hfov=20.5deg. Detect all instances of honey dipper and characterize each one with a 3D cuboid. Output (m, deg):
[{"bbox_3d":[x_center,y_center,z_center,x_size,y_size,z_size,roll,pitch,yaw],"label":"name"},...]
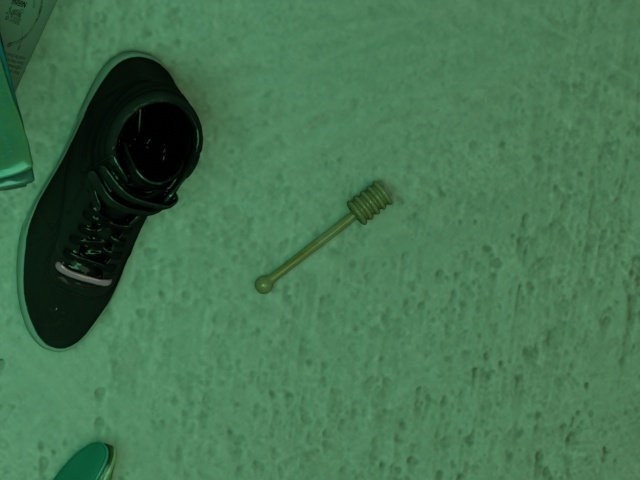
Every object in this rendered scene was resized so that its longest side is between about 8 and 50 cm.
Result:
[{"bbox_3d":[0.000,0.000,1.759,0.160,0.030,0.030,-37,110,-3],"label":"honey dipper"}]

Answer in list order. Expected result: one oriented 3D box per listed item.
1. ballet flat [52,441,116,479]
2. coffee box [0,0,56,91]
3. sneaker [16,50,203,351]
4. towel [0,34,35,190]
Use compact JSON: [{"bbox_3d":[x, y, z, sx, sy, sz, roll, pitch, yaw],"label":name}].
[{"bbox_3d":[-0.248,0.266,1.727,0.168,0.057,0.052,-50,139,1],"label":"ballet flat"},{"bbox_3d":[-0.300,-0.278,1.512,0.119,0.168,0.297,19,96,-64],"label":"coffee box"},{"bbox_3d":[-0.197,-0.025,1.624,0.104,0.147,0.296,18,96,-22],"label":"sneaker"},{"bbox_3d":[-0.431,-0.136,1.394,0.370,0.040,0.271,-13,85,-2],"label":"towel"}]
